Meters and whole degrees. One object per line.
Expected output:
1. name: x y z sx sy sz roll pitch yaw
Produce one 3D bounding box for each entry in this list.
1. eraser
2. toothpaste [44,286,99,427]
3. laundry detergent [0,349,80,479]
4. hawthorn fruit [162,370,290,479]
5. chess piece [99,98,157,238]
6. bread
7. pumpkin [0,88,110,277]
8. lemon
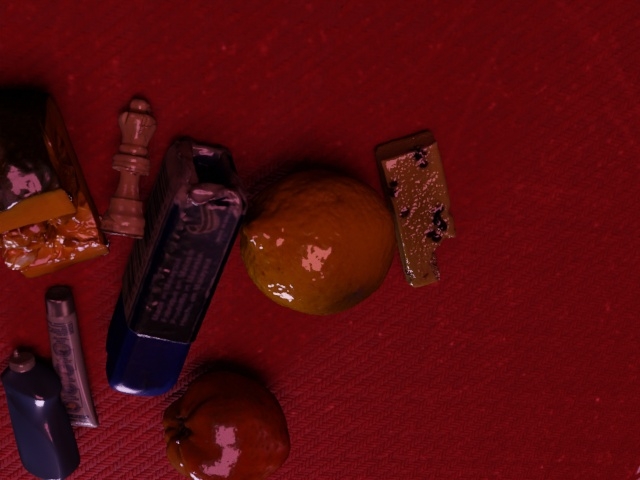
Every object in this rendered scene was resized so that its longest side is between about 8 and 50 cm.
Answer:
1. eraser: -0.191 0.040 1.169 0.102 0.155 0.332 13 115 -21
2. toothpaste: -0.355 0.174 1.274 0.062 0.039 0.239 2 120 2
3. laundry detergent: -0.402 0.243 1.281 0.097 0.061 0.206 13 122 31
4. hawthorn fruit: -0.134 0.282 1.309 0.189 0.189 0.189 -5 119 -10
5. chess piece: -0.234 -0.090 1.118 0.060 0.060 0.171 9 88 -17
6. bread: 0.141 -0.037 1.262 0.088 0.049 0.226 -19 121 -2
7. pumpkin: -0.347 -0.041 1.069 0.139 0.190 0.280 -18 121 -4
8. lemon: 0.000 0.000 1.166 0.257 0.188 0.188 2 122 -48
